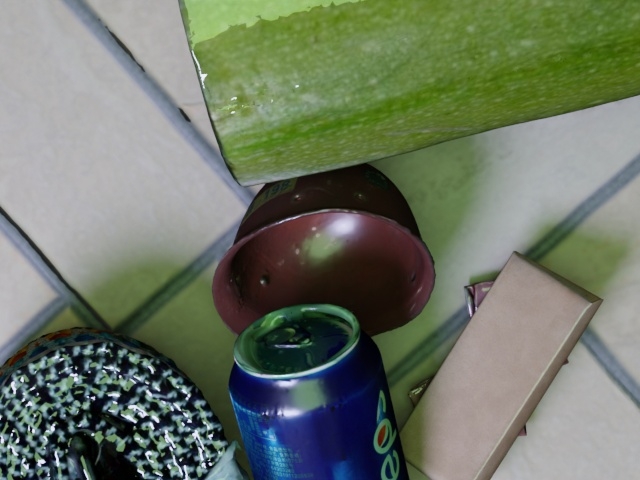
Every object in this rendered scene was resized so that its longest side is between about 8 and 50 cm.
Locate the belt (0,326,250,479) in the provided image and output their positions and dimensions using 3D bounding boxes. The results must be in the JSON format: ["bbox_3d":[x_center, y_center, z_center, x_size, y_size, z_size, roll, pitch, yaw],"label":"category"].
[{"bbox_3d":[-0.158,0.194,1.268,0.207,0.150,0.257,-19,97,-8],"label":"belt"}]

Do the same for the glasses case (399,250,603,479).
[{"bbox_3d":[0.132,0.102,1.306,0.102,0.070,0.193,34,97,24],"label":"glasses case"}]

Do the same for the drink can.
[{"bbox_3d":[0.003,0.154,1.249,0.118,0.118,0.204,-12,119,1],"label":"drink can"}]

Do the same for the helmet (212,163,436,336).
[{"bbox_3d":[0.000,0.000,1.267,0.155,0.106,0.175,26,129,-26],"label":"helmet"}]

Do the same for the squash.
[{"bbox_3d":[0.095,-0.202,1.173,0.385,0.263,0.263,-13,96,0],"label":"squash"}]
